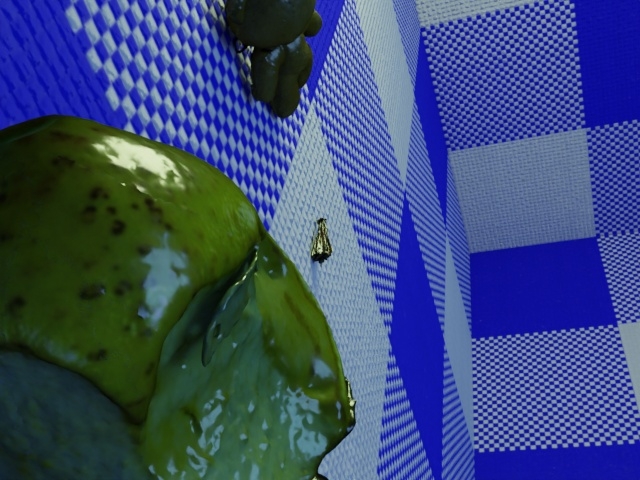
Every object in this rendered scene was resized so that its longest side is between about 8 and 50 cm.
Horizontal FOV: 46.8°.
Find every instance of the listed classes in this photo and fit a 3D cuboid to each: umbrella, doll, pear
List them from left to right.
[{"bbox_3d":[-0.090,0.037,0.426,0.238,0.164,0.255,-68,145,-56],"label":"pear"},{"bbox_3d":[-0.055,-0.228,0.837,0.137,0.097,0.209,-53,160,-23],"label":"doll"},{"bbox_3d":[0.002,0.001,0.986,0.020,0.031,0.083,33,40,-26],"label":"umbrella"}]
